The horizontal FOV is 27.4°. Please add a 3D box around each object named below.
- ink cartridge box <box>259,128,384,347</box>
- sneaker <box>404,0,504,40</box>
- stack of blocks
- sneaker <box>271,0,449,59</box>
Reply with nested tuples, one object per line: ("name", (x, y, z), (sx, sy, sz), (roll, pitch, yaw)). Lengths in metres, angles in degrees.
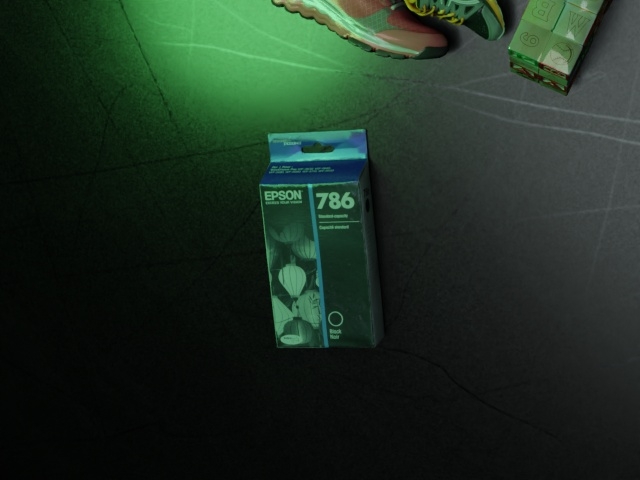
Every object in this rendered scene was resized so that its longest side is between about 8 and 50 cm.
("ink cartridge box", (0.000, 0.000, 2.004), (0.165, 0.065, 0.332), (-2, 102, 19))
("sneaker", (0.163, -0.341, 1.822), (0.215, 0.084, 0.083), (37, 83, -12))
("stack of blocks", (0.351, -0.353, 1.735), (0.087, 0.171, 0.297), (26, 92, 10))
("sneaker", (0.050, -0.359, 1.867), (0.314, 0.116, 0.136), (27, 109, 10))
